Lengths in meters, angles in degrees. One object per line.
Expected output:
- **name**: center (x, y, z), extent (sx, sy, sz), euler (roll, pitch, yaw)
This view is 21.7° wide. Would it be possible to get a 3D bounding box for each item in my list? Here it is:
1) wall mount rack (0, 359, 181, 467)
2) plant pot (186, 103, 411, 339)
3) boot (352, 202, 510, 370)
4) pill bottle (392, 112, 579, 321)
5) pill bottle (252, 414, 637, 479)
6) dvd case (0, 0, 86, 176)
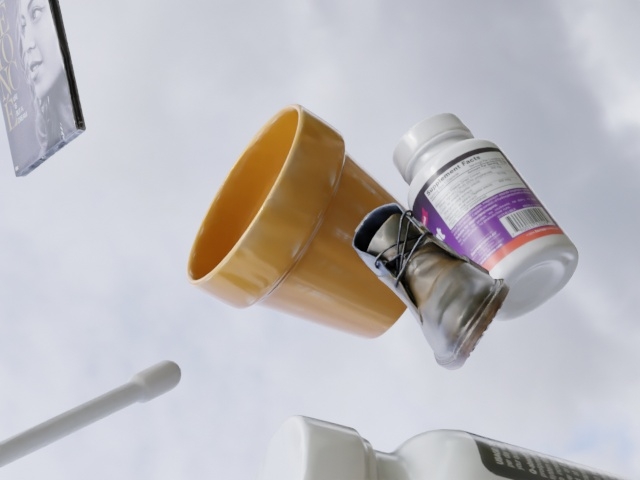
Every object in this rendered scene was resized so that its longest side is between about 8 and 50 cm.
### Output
- **wall mount rack**: center (-0.230, 0.181, 0.916), extent (0.304, 0.350, 0.130), euler (5, -155, -19)
- **plant pot**: center (0.000, 0.000, 1.647), extent (0.188, 0.205, 0.205), euler (31, -141, -16)
- **boot**: center (0.073, 0.031, 1.241), extent (0.106, 0.082, 0.219), euler (34, -176, -4)
- **pill bottle**: center (0.149, -0.027, 1.580), extent (0.108, 0.108, 0.193), euler (26, -154, -55)
- **pill bottle**: center (0.100, 0.188, 0.852), extent (0.278, 0.162, 0.162), euler (17, -135, -11)
- **dvd case**: center (-0.328, -0.201, 1.887), extent (0.018, 0.164, 0.221), euler (-5, -103, -36)
